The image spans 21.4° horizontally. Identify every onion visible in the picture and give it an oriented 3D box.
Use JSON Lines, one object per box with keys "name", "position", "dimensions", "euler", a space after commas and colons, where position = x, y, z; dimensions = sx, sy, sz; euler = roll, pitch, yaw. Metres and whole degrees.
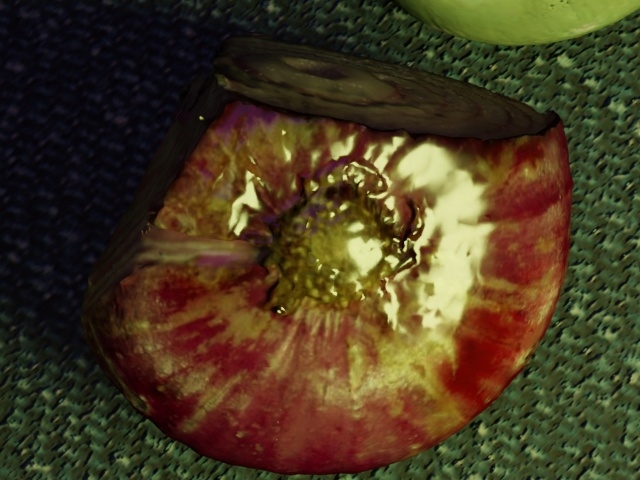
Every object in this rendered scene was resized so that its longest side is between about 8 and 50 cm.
{"name": "onion", "position": [0.003, 0.015, 0.938], "dimensions": [0.256, 0.272, 0.230], "euler": [15, 99, 16]}

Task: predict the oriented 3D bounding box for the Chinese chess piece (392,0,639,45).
{"name": "Chinese chess piece", "position": [0.128, -0.240, 1.039], "dimensions": [0.250, 0.101, 0.250], "euler": [-9, 63, 18]}
